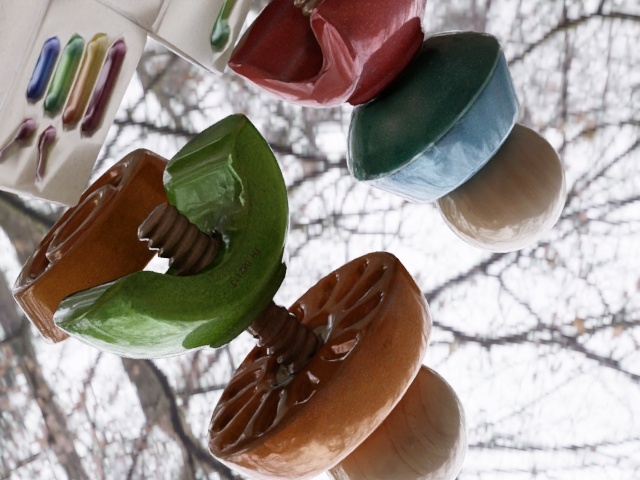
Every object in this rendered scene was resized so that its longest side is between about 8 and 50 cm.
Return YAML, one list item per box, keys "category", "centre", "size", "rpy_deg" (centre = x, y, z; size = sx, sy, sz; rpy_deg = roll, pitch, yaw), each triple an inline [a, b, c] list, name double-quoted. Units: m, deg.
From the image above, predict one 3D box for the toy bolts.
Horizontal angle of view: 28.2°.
- category: "toy bolts"
  centre: [0.000, 0.000, 0.556]
  size: [0.158, 0.218, 0.228]
  rpy_deg: [43, -113, -17]

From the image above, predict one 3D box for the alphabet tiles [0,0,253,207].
- category: "alphabet tiles"
  centre: [-0.033, -0.177, 0.293]
  size: [0.011, 0.285, 0.343]
  rpy_deg: [23, -89, 18]
